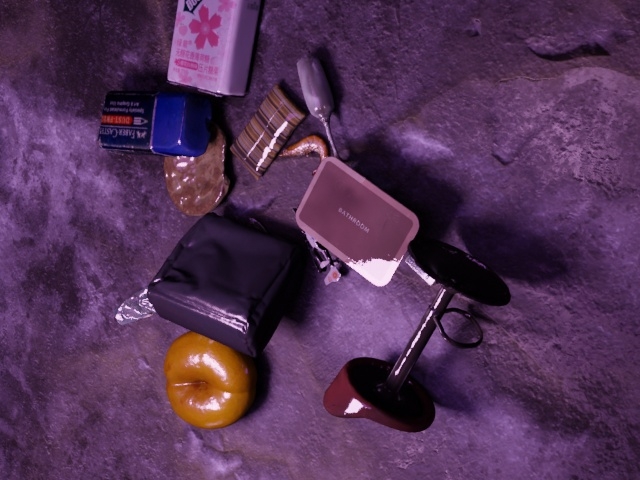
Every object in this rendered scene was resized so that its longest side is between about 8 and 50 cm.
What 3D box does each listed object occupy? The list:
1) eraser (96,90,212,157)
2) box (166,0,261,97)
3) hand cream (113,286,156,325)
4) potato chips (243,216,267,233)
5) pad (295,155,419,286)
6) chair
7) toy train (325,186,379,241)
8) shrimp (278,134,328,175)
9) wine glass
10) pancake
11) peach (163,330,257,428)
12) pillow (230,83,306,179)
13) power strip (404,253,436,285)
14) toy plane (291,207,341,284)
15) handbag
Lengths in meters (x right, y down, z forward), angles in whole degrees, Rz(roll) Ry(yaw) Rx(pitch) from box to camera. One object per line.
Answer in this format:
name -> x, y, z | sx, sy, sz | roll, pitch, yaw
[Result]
eraser -> -0.405, -0.278, 2.174 | 0.332, 0.101, 0.155 | 8, 92, 41
box -> -0.238, -0.515, 2.071 | 0.190, 0.112, 0.370 | 17, 103, 31
hand cream -> -0.437, 0.156, 2.297 | 0.248, 0.052, 0.075 | -26, 82, 31
potato chips -> -0.164, 0.051, 2.134 | 0.142, 0.026, 0.209 | 23, 106, 30
pad -> 0.070, -0.041, 1.862 | 0.266, 0.002, 0.176 | 37, 112, 25
chair -> 0.185, 0.217, 1.819 | 0.226, 0.226, 0.401 | 38, 114, 23
toy train -> 0.078, -0.071, 1.919 | 0.170, 0.111, 0.071 | 44, 114, 18
shrimp -> -0.038, -0.187, 2.029 | 0.127, 0.025, 0.091 | -8, 92, 30
wine glass -> 0.006, -0.282, 1.967 | 0.074, 0.074, 0.262 | -22, 82, 32
pancake -> -0.295, -0.178, 2.181 | 0.222, 0.042, 0.236 | -25, 78, 36
peach -> -0.261, 0.329, 2.152 | 0.251, 0.153, 0.251 | 8, 104, 37
pillow -> -0.124, -0.247, 2.068 | 0.113, 0.038, 0.203 | 48, 117, 19
power strip -> 0.218, 0.054, 1.899 | 0.090, 0.016, 0.040 | 45, 115, 21
toy plane -> 0.001, 0.000, 2.013 | 0.078, 0.053, 0.197 | -33, 76, 38
handbag -> -0.202, 0.099, 2.066 | 0.301, 0.275, 0.178 | 18, 146, 26
